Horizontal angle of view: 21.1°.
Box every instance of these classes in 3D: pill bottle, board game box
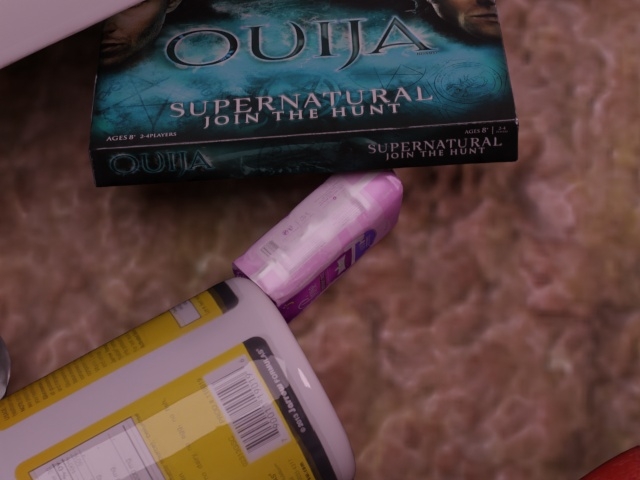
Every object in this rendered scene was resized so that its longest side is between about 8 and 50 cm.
[{"bbox_3d":[-0.086,0.099,0.715,0.184,0.103,0.103,-28,72,-7],"label":"pill bottle"},{"bbox_3d":[-0.009,-0.078,0.788,0.186,0.026,0.126,-4,42,0],"label":"board game box"}]

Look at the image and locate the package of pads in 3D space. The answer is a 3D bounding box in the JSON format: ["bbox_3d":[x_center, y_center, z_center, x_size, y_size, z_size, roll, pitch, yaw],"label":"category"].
[{"bbox_3d":[0.000,0.000,0.775,0.083,0.050,0.032,-42,74,-12],"label":"package of pads"}]

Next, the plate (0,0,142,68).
[{"bbox_3d":[-0.178,-0.180,0.791,0.277,0.045,0.278,-28,51,-14],"label":"plate"}]

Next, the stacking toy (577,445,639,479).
[{"bbox_3d":[0.105,0.232,0.600,0.480,0.350,0.350,-31,71,11],"label":"stacking toy"}]

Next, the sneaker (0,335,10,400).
[{"bbox_3d":[-0.324,-0.033,0.730,0.410,0.182,0.158,27,74,12],"label":"sneaker"}]
